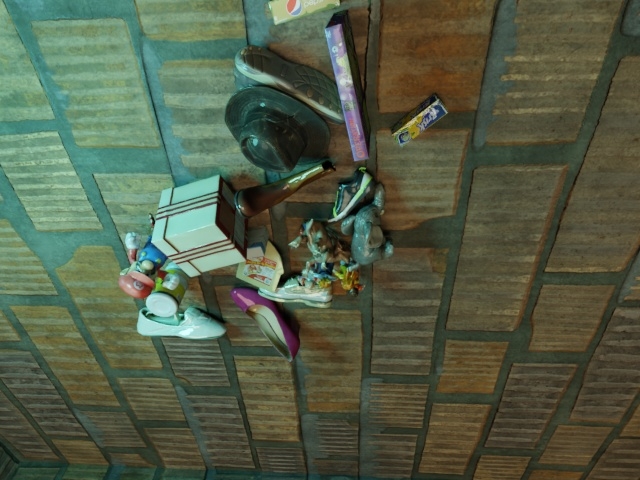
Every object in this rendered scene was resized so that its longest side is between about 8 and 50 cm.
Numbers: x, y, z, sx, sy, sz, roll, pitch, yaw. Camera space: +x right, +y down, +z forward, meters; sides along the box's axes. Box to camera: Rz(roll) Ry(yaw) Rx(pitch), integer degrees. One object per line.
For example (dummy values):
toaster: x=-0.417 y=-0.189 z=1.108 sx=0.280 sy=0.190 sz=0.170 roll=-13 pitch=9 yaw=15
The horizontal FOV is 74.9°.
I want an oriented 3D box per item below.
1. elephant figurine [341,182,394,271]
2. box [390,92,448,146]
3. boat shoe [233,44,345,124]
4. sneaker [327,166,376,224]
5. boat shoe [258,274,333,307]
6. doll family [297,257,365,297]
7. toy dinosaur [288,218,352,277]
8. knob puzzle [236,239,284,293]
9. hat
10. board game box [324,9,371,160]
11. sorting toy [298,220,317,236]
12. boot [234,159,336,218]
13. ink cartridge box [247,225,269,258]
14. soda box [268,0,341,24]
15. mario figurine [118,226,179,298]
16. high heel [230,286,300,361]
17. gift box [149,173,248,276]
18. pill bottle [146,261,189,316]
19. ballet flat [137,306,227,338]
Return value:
elephant figurine: x=0.157 y=-0.043 z=1.441 sx=0.169 sy=0.186 sz=0.240 roll=-8 pitch=132 yaw=18
box: x=0.295 y=-0.362 z=1.257 sx=0.168 sy=0.059 sz=0.054 roll=-36 pitch=119 yaw=26
boat shoe: x=-0.084 y=-0.429 z=1.214 sx=0.355 sy=0.133 sz=0.130 roll=25 pitch=146 yaw=-12
sneaker: x=0.089 y=-0.157 z=1.428 sx=0.097 sy=0.084 sz=0.235 roll=43 pitch=117 yaw=-2
boat shoe: x=-0.097 y=0.188 z=1.675 sx=0.301 sy=0.113 sz=0.104 roll=7 pitch=106 yaw=2
doll family: x=0.048 y=0.127 z=1.571 sx=0.262 sy=0.163 sz=0.119 roll=9 pitch=127 yaw=-2
toy dinosaur: x=0.000 y=0.000 z=1.464 sx=0.127 sy=0.200 sz=0.296 roll=4 pitch=137 yaw=30
knob puzzle: x=-0.226 y=0.085 z=1.622 sx=0.212 sy=0.030 sz=0.214 roll=4 pitch=104 yaw=15
hat: x=-0.136 y=-0.284 z=1.226 sx=0.330 sy=0.134 sz=0.331 roll=8 pitch=152 yaw=5
board game box: x=0.084 y=-0.420 z=1.140 sx=0.056 sy=0.208 sz=0.347 roll=-10 pitch=124 yaw=11
sorting toy: x=-0.045 y=-0.049 z=1.528 sx=0.101 sy=0.042 sz=0.061 roll=-33 pitch=154 yaw=15
boot: x=-0.104 y=-0.163 z=1.309 sx=0.280 sy=0.264 sz=0.096 roll=-19 pitch=91 yaw=25
ink cartridge box: x=-0.243 y=0.007 z=1.533 sx=0.088 sy=0.123 sz=0.052 roll=-9 pitch=129 yaw=11
soda box: x=-0.039 y=-0.622 z=1.090 sx=0.181 sy=0.061 sz=0.058 roll=-11 pitch=124 yaw=12
mario figurine: x=-0.592 y=0.067 z=1.479 sx=0.197 sy=0.321 sz=0.170 roll=-2 pitch=127 yaw=5
high heel: x=-0.228 y=0.344 z=1.742 sx=0.377 sy=0.181 sz=0.127 roll=35 pitch=121 yaw=-20
gift box: x=-0.406 y=-0.053 z=1.430 sx=0.257 sy=0.277 sz=0.255 roll=-15 pitch=137 yaw=11
pill bottle: x=-0.586 y=0.185 z=1.635 sx=0.119 sy=0.209 sz=0.119 roll=2 pitch=127 yaw=2
ballet flat: x=-0.612 y=0.352 z=1.823 sx=0.399 sy=0.139 sz=0.139 roll=1 pitch=126 yaw=4
